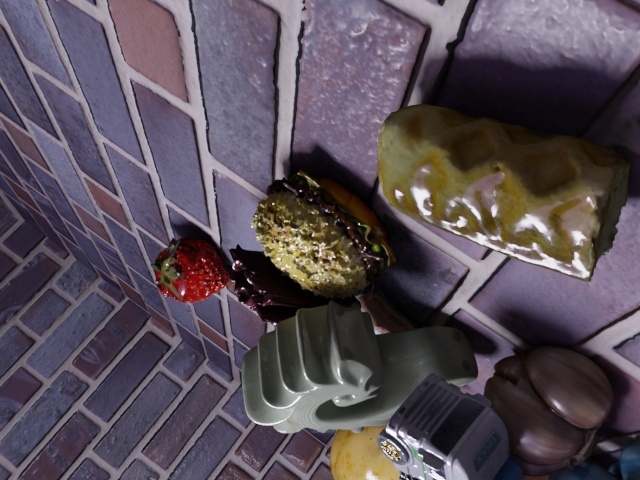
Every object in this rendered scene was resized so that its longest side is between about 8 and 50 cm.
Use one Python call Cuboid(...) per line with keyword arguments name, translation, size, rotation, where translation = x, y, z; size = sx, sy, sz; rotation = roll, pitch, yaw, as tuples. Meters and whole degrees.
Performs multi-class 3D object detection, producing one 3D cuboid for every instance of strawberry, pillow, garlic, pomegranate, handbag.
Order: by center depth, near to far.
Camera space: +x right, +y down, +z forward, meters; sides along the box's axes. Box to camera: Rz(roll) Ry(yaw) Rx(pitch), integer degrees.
Cuboid(name="garlic", translation=(0.337, 0.266, 0.974), size=(0.191, 0.160, 0.214), rotation=(29, 155, 23))
Cuboid(name="handbag", translation=(-0.057, 0.090, 1.150), size=(0.216, 0.074, 0.203), rotation=(9, -160, -34))
Cuboid(name="pillow", translation=(0.159, 0.177, 1.238), size=(0.232, 0.043, 0.126), rotation=(40, 163, -9))
Cuboid(name="pomegranate", translation=(0.196, 0.489, 1.442), size=(0.342, 0.342, 0.342), rotation=(32, 157, 16))
Cuboid(name="strawberry", translation=(-0.322, 0.077, 1.632), size=(0.201, 0.187, 0.184), rotation=(15, -150, -37))

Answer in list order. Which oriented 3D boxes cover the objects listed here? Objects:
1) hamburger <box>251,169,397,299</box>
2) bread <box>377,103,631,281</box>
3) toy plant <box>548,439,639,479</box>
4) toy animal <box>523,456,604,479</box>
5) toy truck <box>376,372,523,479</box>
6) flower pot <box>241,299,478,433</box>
Cuboid(name="hamburger", translation=(0.000, 0.000, 1.012), size=(0.243, 0.139, 0.261), rotation=(41, 158, -3))
Cuboid(name="bread", translation=(0.173, -0.062, 0.651), size=(0.267, 0.130, 0.152), rotation=(23, 157, 36))
Cuboid(name="toy plant", translation=(0.515, 0.447, 0.980), size=(0.332, 0.247, 0.247), rotation=(30, 156, 29))
Cuboid(name="toy animal", translation=(0.377, 0.474, 1.201), size=(0.326, 0.237, 0.269), rotation=(-25, 96, 26))
Cuboid(name="toy truck", translation=(0.211, 0.386, 0.987), size=(0.175, 0.146, 0.367), rotation=(17, 136, 41))
Cuboid(name="flower pot", translation=(0.068, 0.228, 1.080), size=(0.367, 0.165, 0.254), rotation=(15, 138, -34))
